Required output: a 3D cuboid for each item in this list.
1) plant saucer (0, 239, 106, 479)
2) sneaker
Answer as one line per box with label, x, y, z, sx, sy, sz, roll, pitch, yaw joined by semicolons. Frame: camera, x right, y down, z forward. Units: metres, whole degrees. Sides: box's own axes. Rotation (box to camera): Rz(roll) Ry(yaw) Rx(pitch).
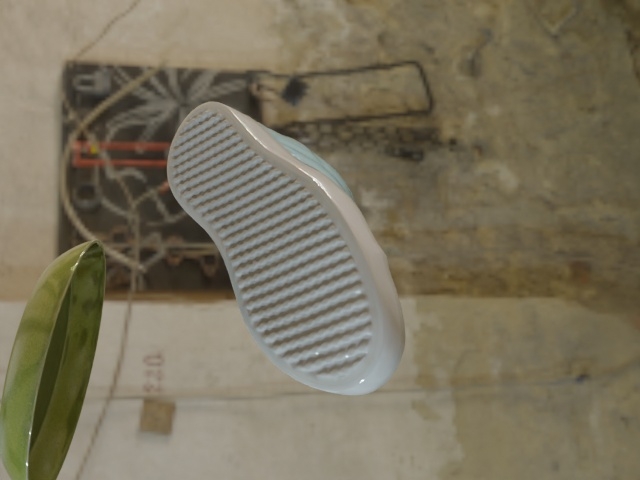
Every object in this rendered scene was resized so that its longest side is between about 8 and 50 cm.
plant saucer;-0.242;0.113;1.044;0.241;0.037;0.241;-168;90;-89
sneaker;0.000;0.000;0.996;0.135;0.150;0.366;-55;41;20
